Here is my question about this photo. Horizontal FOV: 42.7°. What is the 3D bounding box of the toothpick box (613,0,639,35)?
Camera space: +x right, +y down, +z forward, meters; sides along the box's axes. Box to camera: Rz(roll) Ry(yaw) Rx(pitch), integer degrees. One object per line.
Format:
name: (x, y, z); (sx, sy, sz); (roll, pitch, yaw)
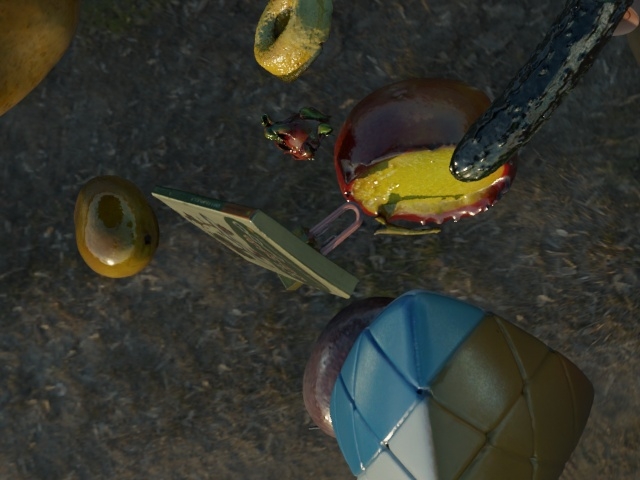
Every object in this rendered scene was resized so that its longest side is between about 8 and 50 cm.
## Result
toothpick box: (0.395, -0.364, 1.094); (0.098, 0.098, 0.149); (15, 79, 23)

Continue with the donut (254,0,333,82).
donut: (-0.051, -0.359, 1.373); (0.178, 0.065, 0.162); (-53, 42, 32)

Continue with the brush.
brush: (0.000, 0.000, 1.744); (0.233, 0.047, 0.103); (-38, 67, 18)

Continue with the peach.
peach: (0.236, -0.209, 1.874); (0.405, 0.335, 0.310); (-9, 49, 8)

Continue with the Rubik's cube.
Rubik's cube: (0.093, 0.195, 0.739); (0.254, 0.254, 0.254); (-1, 88, 24)

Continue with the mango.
mango: (-0.296, -0.025, 1.150); (0.227, 0.099, 0.136); (27, 111, 58)

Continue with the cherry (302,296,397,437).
cherry: (0.081, 0.196, 1.186); (0.183, 0.213, 0.266); (-112, 25, -50)

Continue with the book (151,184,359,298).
book: (-0.129, -0.004, 1.483); (0.371, 0.260, 0.043); (15, 72, 53)

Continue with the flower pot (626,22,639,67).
flower pot: (0.623, -0.341, 1.357); (0.269, 0.269, 0.166); (-41, 47, 17)

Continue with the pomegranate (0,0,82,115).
pomegranate: (-0.474, -0.313, 0.932); (0.416, 0.416, 0.417); (-1, 88, 24)

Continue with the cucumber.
cucumber: (0.267, -0.187, 1.021); (0.081, 0.072, 0.303); (39, 116, 15)

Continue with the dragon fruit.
dragon fruit: (-0.054, -0.235, 1.822); (0.175, 0.138, 0.142); (12, 134, 2)
